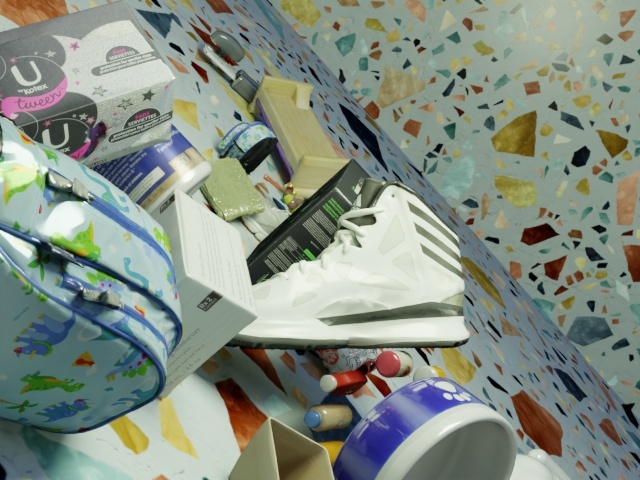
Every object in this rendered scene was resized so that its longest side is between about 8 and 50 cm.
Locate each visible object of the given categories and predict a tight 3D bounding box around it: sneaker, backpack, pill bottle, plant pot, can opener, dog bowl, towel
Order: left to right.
[{"bbox_3d":[-0.292,0.043,0.792,0.273,0.290,0.355,65,16,20],"label":"backpack"},{"bbox_3d":[-0.309,-0.155,1.297,0.264,0.153,0.153,47,18,-4],"label":"pill bottle"},{"bbox_3d":[-0.180,-0.101,1.620,0.110,0.027,0.148,-16,59,-36],"label":"towel"},{"bbox_3d":[-0.158,-0.207,1.809,0.084,0.114,0.105,52,19,11],"label":"backpack"},{"bbox_3d":[-0.193,-0.436,2.225,0.283,0.095,0.076,40,21,-24],"label":"can opener"},{"bbox_3d":[-0.053,0.305,1.037,0.109,0.096,0.109,38,21,-31],"label":"plant pot"},{"bbox_3d":[-0.050,-0.022,1.671,0.262,0.121,0.099,47,19,-1],"label":"sneaker"},{"bbox_3d":[0.008,0.035,1.257,0.448,0.169,0.257,2,83,-20],"label":"sneaker"},{"bbox_3d":[0.063,0.183,1.568,0.145,0.090,0.270,53,22,11],"label":"sneaker"},{"bbox_3d":[0.142,0.325,1.156,0.265,0.264,0.104,29,5,-45],"label":"dog bowl"}]

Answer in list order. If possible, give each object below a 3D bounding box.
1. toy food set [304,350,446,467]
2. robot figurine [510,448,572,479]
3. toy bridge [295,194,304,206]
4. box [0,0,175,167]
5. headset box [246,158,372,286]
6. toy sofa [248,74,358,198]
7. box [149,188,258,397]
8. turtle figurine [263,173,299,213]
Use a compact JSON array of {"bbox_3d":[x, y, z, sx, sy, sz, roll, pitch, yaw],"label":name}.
[{"bbox_3d":[0.061,0.236,1.211,0.105,0.232,0.111,14,42,-59],"label":"toy food set"},{"bbox_3d":[0.366,0.503,1.426,0.353,0.200,0.300,44,44,-12],"label":"robot figurine"},{"bbox_3d":[-0.024,-0.034,1.892,0.063,0.026,0.188,10,38,-50],"label":"toy bridge"},{"bbox_3d":[-0.339,-0.192,1.116,0.247,0.142,0.163,-24,66,-25],"label":"box"},{"bbox_3d":[0.000,0.000,1.481,0.131,0.283,0.246,46,17,-6],"label":"headset box"},{"bbox_3d":[-0.061,-0.238,2.096,0.150,0.177,0.362,4,42,-30],"label":"toy sofa"},{"bbox_3d":[-0.192,0.066,1.066,0.119,0.181,0.181,35,23,-34],"label":"box"},{"bbox_3d":[-0.014,-0.047,1.741,0.087,0.217,0.269,-35,93,-37],"label":"turtle figurine"}]
